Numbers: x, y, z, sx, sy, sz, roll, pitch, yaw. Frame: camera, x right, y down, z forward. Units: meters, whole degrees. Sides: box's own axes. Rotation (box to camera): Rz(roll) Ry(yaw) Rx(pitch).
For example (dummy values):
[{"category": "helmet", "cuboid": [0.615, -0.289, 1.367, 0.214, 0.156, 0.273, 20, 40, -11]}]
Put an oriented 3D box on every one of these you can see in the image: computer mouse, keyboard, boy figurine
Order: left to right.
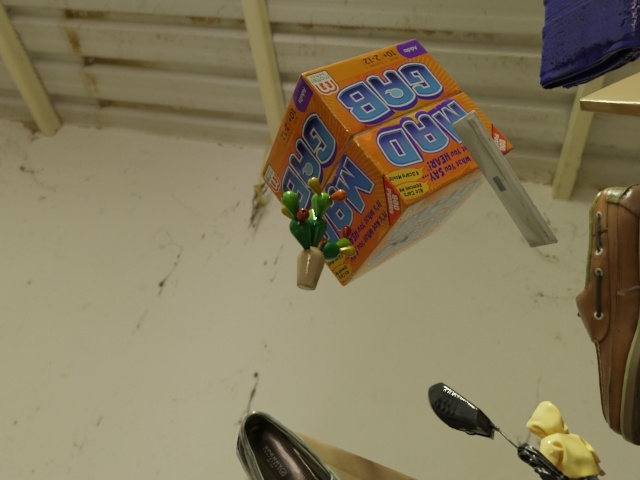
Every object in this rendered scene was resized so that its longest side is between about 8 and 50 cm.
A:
[{"category": "computer mouse", "cuboid": [0.218, 0.253, 0.746, 0.071, 0.041, 0.242, 51, -13, -33]}, {"category": "keyboard", "cuboid": [0.306, -0.098, 0.992, 0.256, 0.014, 0.072, 57, -12, -3]}, {"category": "boy figurine", "cuboid": [0.553, 0.501, 1.331, 0.177, 0.285, 0.092, 1, -45, -28]}]

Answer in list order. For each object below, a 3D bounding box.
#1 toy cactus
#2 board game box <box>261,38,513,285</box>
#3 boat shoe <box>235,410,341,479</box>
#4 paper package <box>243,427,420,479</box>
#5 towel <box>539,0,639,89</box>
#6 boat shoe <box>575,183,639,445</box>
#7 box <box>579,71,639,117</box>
[{"category": "toy cactus", "cuboid": [0.000, 0.000, 1.051, 0.112, 0.181, 0.219, 1, -23, 22]}, {"category": "board game box", "cuboid": [0.137, -0.182, 1.387, 0.356, 0.356, 0.357, 53, -34, 15]}, {"category": "boat shoe", "cuboid": [-0.013, 0.377, 0.814, 0.335, 0.121, 0.119, 40, -21, 24]}, {"category": "paper package", "cuboid": [-0.009, 0.521, 1.018, 0.309, 0.168, 0.325, 21, -61, 5]}, {"category": "towel", "cuboid": [0.463, -0.424, 0.981, 0.076, 0.309, 0.227, 5, -3, -17]}, {"category": "boat shoe", "cuboid": [0.378, 0.086, 0.727, 0.110, 0.308, 0.104, 5, 3, -34]}, {"category": "box", "cuboid": [0.429, -0.169, 0.664, 0.164, 0.201, 0.021, -23, -65, -17]}]
